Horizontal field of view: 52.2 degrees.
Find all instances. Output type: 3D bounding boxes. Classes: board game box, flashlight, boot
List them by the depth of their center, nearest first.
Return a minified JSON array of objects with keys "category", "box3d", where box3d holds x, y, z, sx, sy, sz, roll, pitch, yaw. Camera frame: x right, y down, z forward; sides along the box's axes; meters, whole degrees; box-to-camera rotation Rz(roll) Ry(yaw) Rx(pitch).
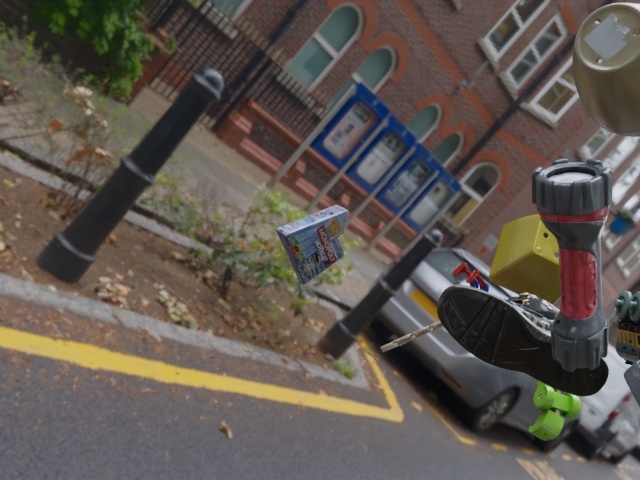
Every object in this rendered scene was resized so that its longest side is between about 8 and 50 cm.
[{"category":"flashlight","box3d":[0.356,0.042,0.916,0.103,0.103,0.304,-94,174,-67]},{"category":"boot","box3d":[0.443,0.192,1.485,0.377,0.138,0.284,24,13,7]},{"category":"board game box","box3d":[0.000,0.000,1.771,0.060,0.194,0.194,33,-28,51]}]

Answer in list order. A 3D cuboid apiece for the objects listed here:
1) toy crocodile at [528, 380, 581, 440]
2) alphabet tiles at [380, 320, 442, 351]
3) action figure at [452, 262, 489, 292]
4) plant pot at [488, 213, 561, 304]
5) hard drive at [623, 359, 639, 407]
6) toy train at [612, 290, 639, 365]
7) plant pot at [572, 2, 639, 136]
[{"category":"toy crocodile","box3d":[0.649,0.386,1.828,0.115,0.340,0.105,20,-28,-14]},{"category":"alphabet tiles","box3d":[0.320,0.269,1.953,0.021,0.284,0.278,66,14,11]},{"category":"action figure","box3d":[0.437,0.202,1.814,0.280,0.139,0.091,47,-5,-32]},{"category":"plant pot","box3d":[0.656,0.041,1.932,0.212,0.212,0.187,25,-28,-2]},{"category":"hard drive","box3d":[0.700,0.345,1.283,0.172,0.054,0.254,-7,63,-49]},{"category":"toy train","box3d":[0.809,0.227,1.585,0.142,0.190,0.334,12,-2,3]},{"category":"plant pot","box3d":[0.604,-0.356,1.287,0.274,0.256,0.256,6,34,-52]}]
